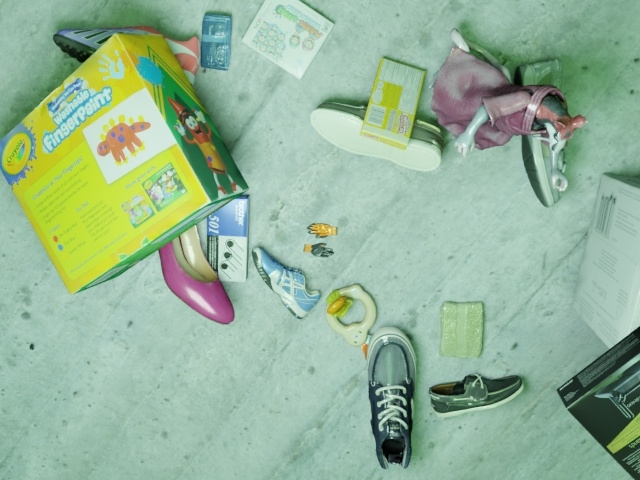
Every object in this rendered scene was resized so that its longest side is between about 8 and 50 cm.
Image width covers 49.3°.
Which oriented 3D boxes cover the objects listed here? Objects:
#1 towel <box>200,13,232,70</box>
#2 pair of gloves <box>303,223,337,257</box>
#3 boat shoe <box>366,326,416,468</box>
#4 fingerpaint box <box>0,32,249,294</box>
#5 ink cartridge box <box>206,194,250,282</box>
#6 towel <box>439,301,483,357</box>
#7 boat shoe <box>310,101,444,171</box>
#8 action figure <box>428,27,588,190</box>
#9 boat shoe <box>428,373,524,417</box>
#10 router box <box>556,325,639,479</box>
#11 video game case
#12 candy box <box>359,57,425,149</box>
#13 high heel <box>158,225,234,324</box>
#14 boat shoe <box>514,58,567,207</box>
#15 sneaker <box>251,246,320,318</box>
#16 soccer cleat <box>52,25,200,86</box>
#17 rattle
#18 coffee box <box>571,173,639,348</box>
[{"bbox_3d":[-0.232,-0.440,1.548,0.067,0.029,0.119,6,106,1],"label":"towel"},{"bbox_3d":[0.000,0.000,1.671,0.074,0.010,0.083,9,106,-1],"label":"pair of gloves"},{"bbox_3d":[0.178,0.387,1.671,0.127,0.158,0.341,-6,115,3],"label":"boat shoe"},{"bbox_3d":[-0.428,-0.152,1.467,0.444,0.163,0.371,-31,89,29],"label":"fingerpaint box"},{"bbox_3d":[-0.220,-0.007,1.658,0.097,0.046,0.207,3,105,0],"label":"ink cartridge box"},{"bbox_3d":[0.347,0.220,1.711,0.110,0.027,0.148,-1,105,1],"label":"towel"},{"bbox_3d":[0.129,-0.247,1.558,0.305,0.091,0.109,19,148,2],"label":"boat shoe"},{"bbox_3d":[0.400,-0.268,1.412,0.248,0.370,0.276,18,93,-31],"label":"action figure"},{"bbox_3d":[0.384,0.371,1.722,0.233,0.084,0.079,-16,105,9],"label":"boat shoe"},{"bbox_3d":[0.661,0.295,1.347,0.309,0.081,0.243,-42,100,14],"label":"router box"},{"bbox_3d":[-0.072,-0.460,1.542,0.157,0.019,0.143,32,104,-7],"label":"video game case"},{"bbox_3d":[0.158,-0.299,1.511,0.105,0.027,0.206,19,64,-5],"label":"candy box"},{"bbox_3d":[-0.292,0.011,1.589,0.377,0.127,0.181,47,112,5],"label":"high heel"},{"bbox_3d":[0.501,-0.233,1.538,0.103,0.118,0.320,-10,97,6],"label":"boat shoe"},{"bbox_3d":[-0.085,0.089,1.670,0.081,0.080,0.211,-39,110,5],"label":"sneaker"},{"bbox_3d":[-0.421,-0.424,1.532,0.318,0.108,0.116,15,85,0],"label":"soccer cleat"},{"bbox_3d":[0.090,0.212,1.664,0.130,0.143,0.200,-20,98,-12],"label":"rattle"},{"bbox_3d":[0.783,0.062,1.491,0.334,0.337,0.338,7,105,0],"label":"coffee box"}]
